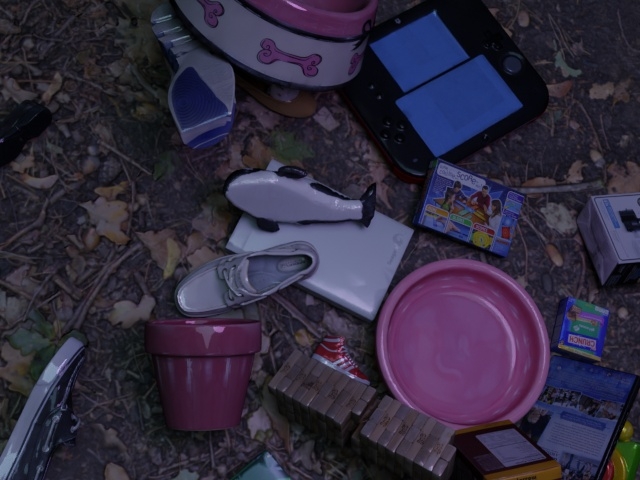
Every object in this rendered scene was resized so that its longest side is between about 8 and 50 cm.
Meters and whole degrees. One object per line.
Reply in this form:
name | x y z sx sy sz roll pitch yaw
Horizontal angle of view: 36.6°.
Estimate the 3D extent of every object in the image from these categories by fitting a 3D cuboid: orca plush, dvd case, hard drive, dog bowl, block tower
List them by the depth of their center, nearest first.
block tower | 0.075 0.312 1.669 0.335 0.097 0.091 25 56 21
dvd case | 0.459 0.339 1.771 0.022 0.180 0.253 48 63 -41
orca plush | -0.040 -0.102 1.794 0.287 0.151 0.102 -3 42 -8
dog bowl | -0.072 -0.468 1.813 0.408 0.150 0.408 19 40 -17
hard drive | 0.000 0.000 1.843 0.307 0.040 0.203 26 71 -1

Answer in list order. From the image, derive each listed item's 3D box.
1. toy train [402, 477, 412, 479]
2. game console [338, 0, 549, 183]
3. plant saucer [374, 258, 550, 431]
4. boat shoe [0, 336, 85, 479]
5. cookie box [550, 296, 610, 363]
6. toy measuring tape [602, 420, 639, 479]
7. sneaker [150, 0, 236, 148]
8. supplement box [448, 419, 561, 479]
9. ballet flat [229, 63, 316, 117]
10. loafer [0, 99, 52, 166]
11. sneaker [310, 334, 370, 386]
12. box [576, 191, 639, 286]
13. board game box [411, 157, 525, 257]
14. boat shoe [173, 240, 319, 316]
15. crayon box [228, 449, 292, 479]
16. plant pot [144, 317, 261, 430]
toy train | 0.149 0.567 1.615 0.190 0.142 0.334 9 66 -44
game console | 0.241 -0.324 1.976 0.386 0.060 0.342 -30 81 -18
plant saucer | 0.258 0.201 1.806 0.332 0.084 0.332 3 73 -10
boat shoe | -0.453 0.314 1.629 0.102 0.108 0.301 24 73 -2
cookie box | 0.504 0.175 1.882 0.092 0.040 0.107 18 72 -5
toy measuring tape | 0.494 0.479 1.768 0.121 0.121 0.330 17 89 -5
sneaker | -0.218 -0.283 1.800 0.127 0.182 0.315 -17 57 -2
supplement box | 0.310 0.440 1.650 0.129 0.194 0.191 -8 104 -13
ballet flat | -0.111 -0.314 1.900 0.232 0.073 0.080 27 71 -2
loafer | -0.577 -0.195 1.792 0.061 0.062 0.170 35 65 25
sneaker | 0.048 0.218 1.784 0.118 0.042 0.067 28 74 1
box | 0.678 -0.011 1.922 0.290 0.087 0.169 -3 55 -12
board game box | 0.289 -0.062 1.884 0.201 0.035 0.136 21 81 -16
boat shoe | -0.137 0.065 1.744 0.277 0.096 0.098 -21 91 0
crayon box | -0.072 0.519 1.649 0.165 0.081 0.278 -37 83 -19
plant pot | -0.202 0.228 1.667 0.201 0.201 0.180 1 88 -10
